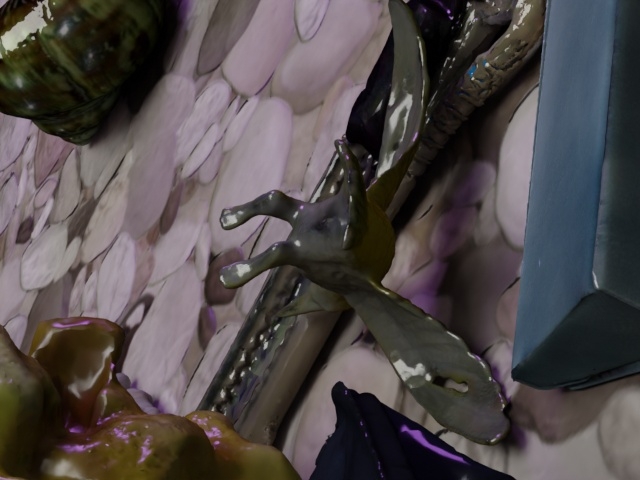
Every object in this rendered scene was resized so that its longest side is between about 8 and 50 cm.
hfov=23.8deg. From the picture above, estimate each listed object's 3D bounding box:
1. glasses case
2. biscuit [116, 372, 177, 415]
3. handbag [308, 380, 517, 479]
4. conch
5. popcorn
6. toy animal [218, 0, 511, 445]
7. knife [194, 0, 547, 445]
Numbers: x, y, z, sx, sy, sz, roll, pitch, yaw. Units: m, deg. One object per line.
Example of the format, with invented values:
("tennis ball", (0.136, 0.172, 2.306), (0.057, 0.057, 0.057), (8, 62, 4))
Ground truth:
("glasses case", (0.126, -0.077, 0.611), (0.105, 0.056, 0.266), (113, 168, -64))
("biscuit", (-0.191, 0.156, 0.954), (0.281, 0.084, 0.179), (-2, 68, 60))
("handbag", (-0.019, 0.218, 0.426), (0.303, 0.122, 0.329), (-62, 2, 9))
("conch", (-0.186, -0.168, 1.168), (0.181, 0.124, 0.187), (-55, 5, 41))
("popcorn", (-0.121, 0.164, 0.672), (0.192, 0.233, 0.266), (169, 94, -65))
("toy animal", (0.000, 0.000, 0.682), (0.155, 0.095, 0.219), (-27, 59, 45))
("knife", (0.005, 0.003, 0.764), (0.365, 0.043, 0.089), (-59, 28, 16))
